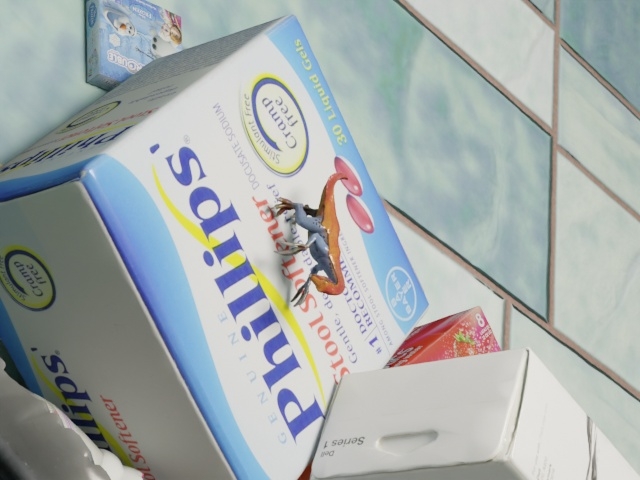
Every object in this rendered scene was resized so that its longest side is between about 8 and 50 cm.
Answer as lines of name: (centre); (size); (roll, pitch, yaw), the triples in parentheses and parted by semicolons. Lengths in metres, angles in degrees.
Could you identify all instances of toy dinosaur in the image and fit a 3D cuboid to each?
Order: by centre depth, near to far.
toy dinosaur: (0.000, 0.000, 0.966); (0.082, 0.090, 0.047); (44, 1, 38)

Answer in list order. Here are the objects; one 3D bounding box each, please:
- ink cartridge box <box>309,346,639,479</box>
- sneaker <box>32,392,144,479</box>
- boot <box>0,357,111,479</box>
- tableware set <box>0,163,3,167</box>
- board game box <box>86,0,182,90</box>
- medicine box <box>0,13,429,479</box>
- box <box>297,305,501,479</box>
ink cartridge box: (0.122, 0.176, 0.999); (0.219, 0.160, 0.092); (48, 45, -35)
sneaker: (-0.222, 0.183, 0.863); (0.111, 0.103, 0.252); (49, 40, -2)
boot: (-0.367, 0.149, 0.642); (0.445, 0.367, 0.146); (-31, 134, -32)
tableware set: (-0.277, -0.117, 0.997); (0.128, 0.039, 0.194); (-9, 77, -52)
board game box: (-0.151, -0.158, 1.186); (0.090, 0.020, 0.090); (19, 58, -44)
medicine box: (-0.083, 0.019, 1.036); (0.289, 0.149, 0.263); (-47, 117, -51)
box: (0.049, 0.164, 1.161); (0.257, 0.128, 0.122); (-32, 98, -52)
